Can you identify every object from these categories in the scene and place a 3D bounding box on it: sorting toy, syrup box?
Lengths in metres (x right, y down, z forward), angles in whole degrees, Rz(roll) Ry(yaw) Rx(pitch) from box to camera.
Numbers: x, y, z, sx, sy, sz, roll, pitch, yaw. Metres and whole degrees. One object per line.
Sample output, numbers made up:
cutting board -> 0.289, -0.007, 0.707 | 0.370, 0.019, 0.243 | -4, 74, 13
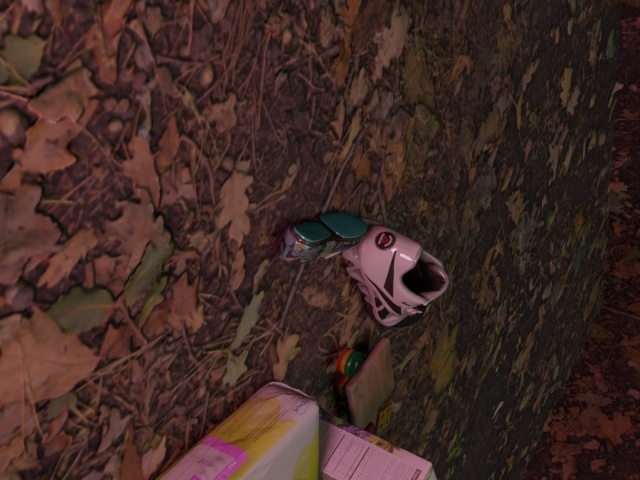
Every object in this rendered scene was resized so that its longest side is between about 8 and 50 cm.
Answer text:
sorting toy -> 0.079, 0.264, 1.393 | 0.132, 0.046, 0.274 | -46, 141, -37
syrup box -> 0.064, 0.367, 1.234 | 0.096, 0.237, 0.093 | -54, 145, -28

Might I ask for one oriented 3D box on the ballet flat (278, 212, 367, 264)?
ballet flat -> 0.000, 0.000, 1.120 | 0.188, 0.070, 0.070 | -9, 113, -55

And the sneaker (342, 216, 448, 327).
sneaker -> 0.155, 0.084, 1.327 | 0.122, 0.146, 0.330 | -65, 151, -15

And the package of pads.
package of pads -> -0.117, 0.361, 1.072 | 0.296, 0.101, 0.229 | -34, 135, -47
